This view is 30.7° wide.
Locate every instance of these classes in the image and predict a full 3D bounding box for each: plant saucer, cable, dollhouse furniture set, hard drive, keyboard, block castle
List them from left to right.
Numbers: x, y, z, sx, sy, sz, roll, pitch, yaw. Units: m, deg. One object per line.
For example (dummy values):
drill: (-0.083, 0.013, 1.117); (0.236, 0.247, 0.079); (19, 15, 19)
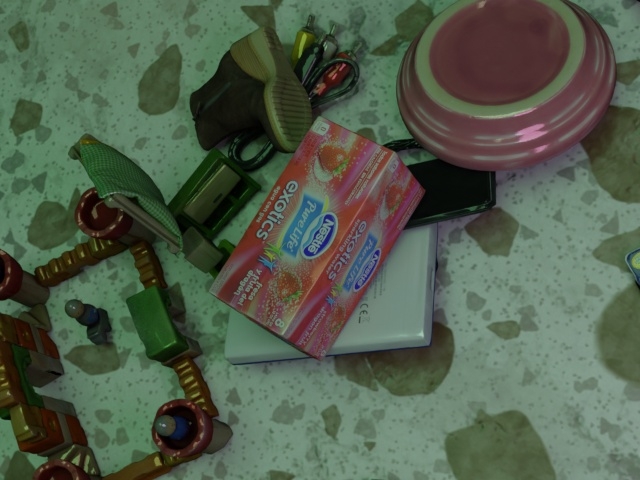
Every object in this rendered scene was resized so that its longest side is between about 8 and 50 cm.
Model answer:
block castle: (-0.357, 0.171, 1.800); (0.303, 0.213, 0.453); (-27, 69, 9)
dollhouse furniture set: (-0.205, -0.077, 1.746); (0.151, 0.301, 0.197); (-48, 40, 2)
cable: (-0.032, -0.222, 1.906); (0.139, 0.072, 0.287); (33, 99, 15)
hard drive: (0.016, 0.074, 1.754); (0.319, 0.040, 0.210); (-8, 57, 24)
keyboard: (0.112, -0.085, 1.782); (0.317, 0.033, 0.201); (-11, 48, 18)
plant saucer: (0.271, -0.260, 1.746); (0.332, 0.084, 0.332); (-8, 56, 13)

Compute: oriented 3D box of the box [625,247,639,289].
box: (0.539, 0.089, 1.631); (0.136, 0.036, 0.225); (-28, 70, 8)

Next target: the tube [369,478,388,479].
tube: (0.092, 0.463, 1.660); (0.070, 0.062, 0.240); (-10, 73, 58)

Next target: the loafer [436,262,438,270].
loafer: (0.109, 0.085, 1.762); (0.061, 0.062, 0.170); (28, 75, 31)

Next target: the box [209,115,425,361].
box: (0.000, 0.000, 1.661); (0.142, 0.154, 0.300); (29, 83, 29)

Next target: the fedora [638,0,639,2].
fedora: (0.550, -0.498, 1.680); (0.152, 0.334, 0.334); (-1, 72, -14)

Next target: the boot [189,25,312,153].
boot: (-0.117, -0.198, 1.865); (0.207, 0.090, 0.248); (-39, 53, 36)
